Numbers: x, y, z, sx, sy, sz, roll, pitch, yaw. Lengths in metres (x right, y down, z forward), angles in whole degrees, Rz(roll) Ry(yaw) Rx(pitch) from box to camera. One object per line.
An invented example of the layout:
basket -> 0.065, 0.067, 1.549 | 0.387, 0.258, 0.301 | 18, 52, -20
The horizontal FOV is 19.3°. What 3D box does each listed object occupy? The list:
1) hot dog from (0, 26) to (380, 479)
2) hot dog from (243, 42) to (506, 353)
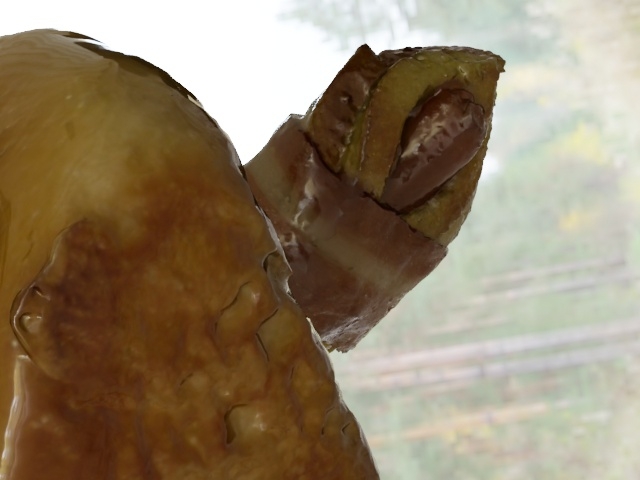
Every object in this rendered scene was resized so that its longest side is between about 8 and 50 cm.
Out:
hot dog -> -0.070, 0.081, 0.535 | 0.150, 0.153, 0.257 | 21, 138, 60
hot dog -> -0.001, 0.003, 0.968 | 0.123, 0.261, 0.093 | 30, -159, -45
